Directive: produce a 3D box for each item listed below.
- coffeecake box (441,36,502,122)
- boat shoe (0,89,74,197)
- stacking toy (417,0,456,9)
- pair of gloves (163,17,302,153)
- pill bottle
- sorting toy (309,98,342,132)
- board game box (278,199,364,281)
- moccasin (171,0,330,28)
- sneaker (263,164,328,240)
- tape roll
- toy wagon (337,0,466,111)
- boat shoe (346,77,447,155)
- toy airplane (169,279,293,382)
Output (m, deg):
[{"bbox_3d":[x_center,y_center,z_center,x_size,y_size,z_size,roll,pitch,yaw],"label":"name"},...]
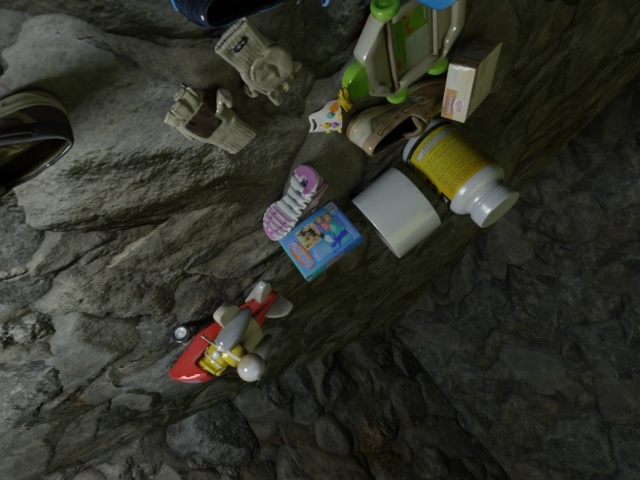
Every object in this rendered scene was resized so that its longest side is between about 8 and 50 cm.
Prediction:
[{"bbox_3d":[0.389,-0.416,1.073,0.185,0.068,0.142,-47,149,-33],"label":"coffeecake box"},{"bbox_3d":[-0.475,-0.098,0.571,0.285,0.092,0.102,-34,154,-8],"label":"boat shoe"},{"bbox_3d":[0.213,-0.553,0.651,0.301,0.166,0.175,-64,-167,9],"label":"stacking toy"},{"bbox_3d":[-0.155,-0.267,0.754,0.240,0.042,0.204,-43,158,21],"label":"pair of gloves"},{"bbox_3d":[0.421,-0.202,1.259,0.188,0.333,0.187,-29,153,-17],"label":"pill bottle"},{"bbox_3d":[0.010,-0.276,0.966,0.075,0.044,0.083,-13,150,-7],"label":"sorting toy"},{"bbox_3d":[0.000,0.000,1.258,0.210,0.160,0.047,-37,155,-1],"label":"board game box"},{"bbox_3d":[-0.044,-0.392,0.605,0.342,0.116,0.137,-35,154,-6],"label":"moccasin"},{"bbox_3d":[-0.060,-0.094,1.115,0.236,0.095,0.105,-51,159,23],"label":"sneaker"},{"bbox_3d":[0.238,-0.088,1.320,0.169,0.246,0.246,-41,154,4],"label":"tape roll"},{"bbox_3d":[0.165,-0.415,0.893,0.345,0.068,0.267,-37,154,0],"label":"toy wagon"},{"bbox_3d":[0.232,-0.315,1.089,0.341,0.110,0.121,-30,153,-17],"label":"boat shoe"},{"bbox_3d":[-0.245,0.316,1.337,0.386,0.272,0.384,-2,137,-50],"label":"toy airplane"}]
